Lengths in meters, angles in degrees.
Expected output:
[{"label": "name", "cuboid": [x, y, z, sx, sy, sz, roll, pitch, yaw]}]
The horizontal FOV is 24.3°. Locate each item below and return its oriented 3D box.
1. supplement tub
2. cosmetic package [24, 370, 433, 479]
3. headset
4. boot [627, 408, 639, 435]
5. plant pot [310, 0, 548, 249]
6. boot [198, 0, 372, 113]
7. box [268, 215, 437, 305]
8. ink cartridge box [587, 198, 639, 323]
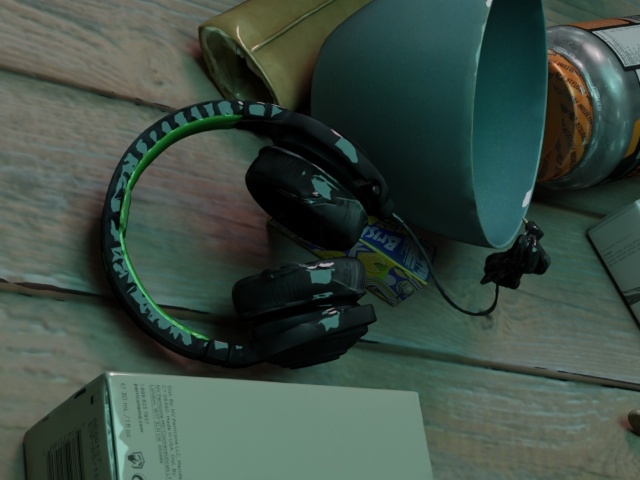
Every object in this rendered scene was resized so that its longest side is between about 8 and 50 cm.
[{"label": "supplement tub", "cuboid": [0.337, -0.165, 1.758, 0.316, 0.193, 0.193, -14, 74, -41]}, {"label": "cosmetic package", "cuboid": [-0.074, 0.194, 1.249, 0.310, 0.160, 0.113, 8, 61, -33]}, {"label": "headset", "cuboid": [0.000, 0.000, 1.352, 0.394, 0.185, 0.243, 9, 78, -11]}, {"label": "boot", "cuboid": [0.397, 0.191, 1.705, 0.118, 0.042, 0.087, 28, 44, -24]}, {"label": "plant pot", "cuboid": [0.104, -0.143, 1.521, 0.290, 0.196, 0.290, 5, 90, -68]}, {"label": "boot", "cuboid": [-0.039, -0.270, 1.601, 0.236, 0.089, 0.269, 51, 47, -1]}, {"label": "box", "cuboid": [0.033, -0.006, 1.518, 0.169, 0.059, 0.054, 34, 47, -17]}, {"label": "ink cartridge box", "cuboid": [0.443, 0.043, 1.788, 0.159, 0.092, 0.217, -21, 77, -44]}]
